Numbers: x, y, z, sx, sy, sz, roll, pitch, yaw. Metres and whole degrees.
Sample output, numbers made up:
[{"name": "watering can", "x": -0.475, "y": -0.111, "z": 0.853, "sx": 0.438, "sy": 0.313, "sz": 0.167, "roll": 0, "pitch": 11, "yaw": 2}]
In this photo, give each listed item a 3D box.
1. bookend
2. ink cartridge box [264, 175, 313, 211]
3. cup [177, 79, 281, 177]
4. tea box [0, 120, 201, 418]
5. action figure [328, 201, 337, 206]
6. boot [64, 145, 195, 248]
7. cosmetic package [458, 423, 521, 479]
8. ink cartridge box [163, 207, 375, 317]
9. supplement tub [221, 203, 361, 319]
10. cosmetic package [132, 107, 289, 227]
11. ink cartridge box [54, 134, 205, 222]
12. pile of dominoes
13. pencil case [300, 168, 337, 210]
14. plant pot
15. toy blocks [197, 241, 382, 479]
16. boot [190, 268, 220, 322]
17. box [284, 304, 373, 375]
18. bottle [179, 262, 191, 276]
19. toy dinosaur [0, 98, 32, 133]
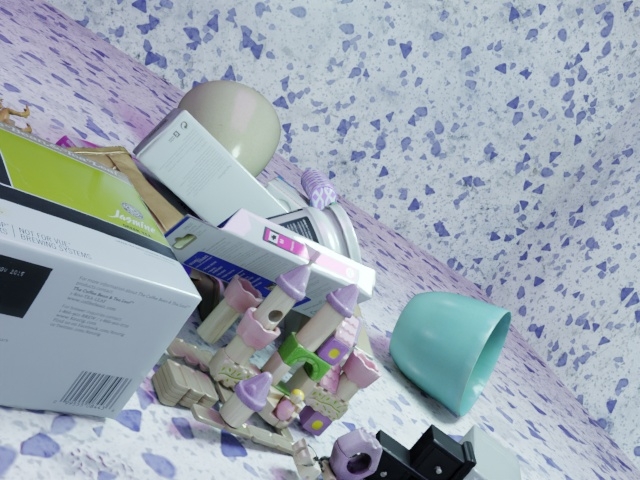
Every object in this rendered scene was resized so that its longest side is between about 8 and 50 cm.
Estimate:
[{"name": "bookend", "x": 0.154, "y": 0.374, "z": 1.146, "sx": 0.156, "sy": 0.157, "sz": 0.072, "roll": 37, "pitch": 12, "yaw": -3}, {"name": "ink cartridge box", "x": -0.103, "y": -0.104, "z": 1.950, "sx": 0.148, "sy": 0.086, "sz": 0.203, "roll": 39, "pitch": 12, "yaw": -2}, {"name": "cup", "x": -0.294, "y": -0.275, "z": 2.012, "sx": 0.331, "sy": 0.331, "sz": 0.237, "roll": 31, "pitch": 38, "yaw": -23}, {"name": "tea box", "x": -0.385, "y": 0.018, "z": 0.835, "sx": 0.329, "sy": 0.220, "sz": 0.323, "roll": 25, "pitch": 18, "yaw": -44}, {"name": "action figure", "x": 0.000, "y": 0.000, "z": 1.560, "sx": 0.137, "sy": 0.232, "sz": 0.064, "roll": 13, "pitch": 44, "yaw": -12}, {"name": "boot", "x": -0.400, "y": -0.071, "z": 1.299, "sx": 0.236, "sy": 0.089, "sz": 0.269, "roll": -22, "pitch": 60, "yaw": -40}, {"name": "cosmetic package", "x": 0.332, "y": 0.485, "z": 1.362, "sx": 0.127, "sy": 0.107, "sz": 0.238, "roll": 39, "pitch": 16, "yaw": 8}, {"name": "ink cartridge box", "x": -0.099, "y": 0.037, "z": 1.181, "sx": 0.370, "sy": 0.175, "sz": 0.069, "roll": 24, "pitch": 59, "yaw": -27}, {"name": "supplement tub", "x": -0.071, "y": 0.040, "z": 1.394, "sx": 0.191, "sy": 0.272, "sz": 0.191, "roll": 164, "pitch": -90, "yaw": -77}, {"name": "cosmetic package", "x": -0.239, "y": -0.119, "z": 1.560, "sx": 0.385, "sy": 0.156, "sz": 0.217, "roll": 46, "pitch": -4, "yaw": -20}, {"name": "ink cartridge box", "x": -0.436, "y": -0.105, "z": 1.483, "sx": 0.324, "sy": 0.071, "sz": 0.330, "roll": 42, "pitch": 12, "yaw": 21}, {"name": "pile of dominoes", "x": -0.159, "y": 0.253, "z": 1.072, "sx": 0.251, "sy": 0.040, "sz": 0.196, "roll": 36, "pitch": 10, "yaw": -42}, {"name": "pencil case", "x": -0.005, "y": -0.153, "z": 2.027, "sx": 0.206, "sy": 0.086, "sz": 0.088, "roll": -114, "pitch": -175, "yaw": -65}, {"name": "plant pot", "x": 0.320, "y": 0.265, "z": 1.729, "sx": 0.235, "sy": 0.293, "sz": 0.293, "roll": 24, "pitch": 7, "yaw": 25}, {"name": "toy blocks", "x": -0.004, "y": 0.182, "z": 1.101, "sx": 0.288, "sy": 0.260, "sz": 0.309, "roll": 38, "pitch": 9, "yaw": -29}, {"name": "boot", "x": -0.256, "y": 0.093, "z": 1.302, "sx": 0.106, "sy": 0.082, "sz": 0.219, "roll": 8, "pitch": 28, "yaw": -20}, {"name": "box", "x": 0.009, "y": 0.196, "z": 1.471, "sx": 0.147, "sy": 0.121, "sz": 0.311, "roll": 33, "pitch": 14, "yaw": -14}, {"name": "bottle", "x": -0.365, "y": 0.018, "z": 1.169, "sx": 0.282, "sy": 0.092, "sz": 0.118, "roll": 32, "pitch": 20, "yaw": -18}, {"name": "toy dinosaur", "x": -0.670, "y": -0.251, "z": 1.430, "sx": 0.211, "sy": 0.064, "sz": 0.112, "roll": 34, "pitch": 28, "yaw": 32}]
